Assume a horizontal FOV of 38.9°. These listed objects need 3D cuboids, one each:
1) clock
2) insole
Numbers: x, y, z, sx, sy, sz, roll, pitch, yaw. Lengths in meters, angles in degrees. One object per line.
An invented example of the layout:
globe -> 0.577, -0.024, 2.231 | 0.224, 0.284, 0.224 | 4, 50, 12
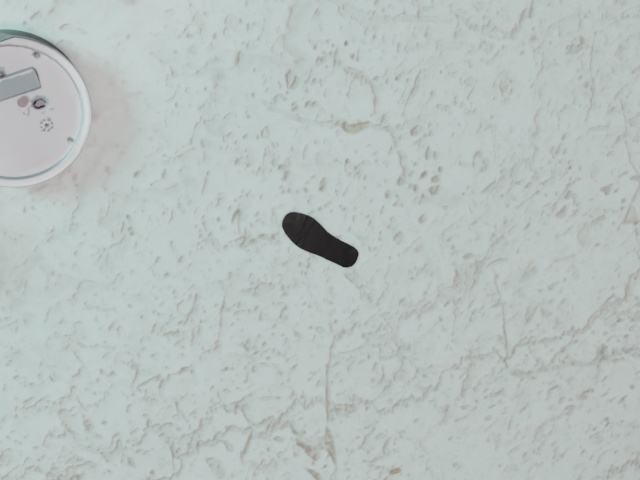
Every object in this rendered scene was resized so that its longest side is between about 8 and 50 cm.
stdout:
clock -> -0.402, -0.171, 1.179 | 0.197, 0.068, 0.196 | -7, 112, -19
insole -> 0.000, 0.000, 1.440 | 0.153, 0.002, 0.053 | 28, 98, -28
